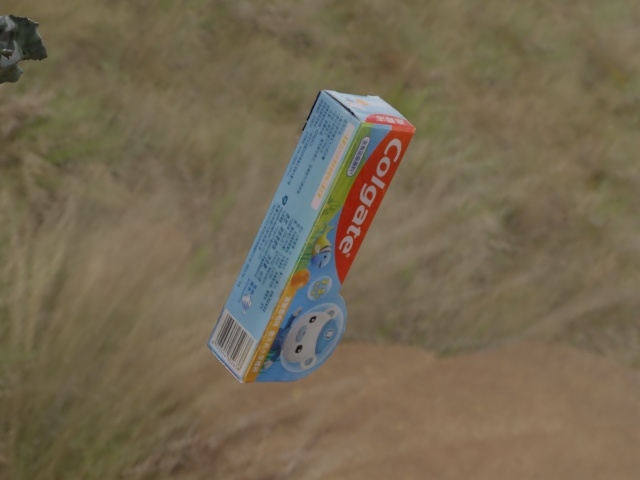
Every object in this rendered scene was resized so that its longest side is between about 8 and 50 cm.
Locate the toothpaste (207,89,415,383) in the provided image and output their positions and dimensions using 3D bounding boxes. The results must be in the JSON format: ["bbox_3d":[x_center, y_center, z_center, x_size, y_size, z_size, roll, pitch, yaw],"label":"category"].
[{"bbox_3d":[0.000,0.000,1.069,0.070,0.193,0.044,3,30,-43],"label":"toothpaste"}]

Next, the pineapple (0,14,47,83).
[{"bbox_3d":[-0.332,-0.158,1.486,0.170,0.141,0.310,-9,7,3],"label":"pineapple"}]
